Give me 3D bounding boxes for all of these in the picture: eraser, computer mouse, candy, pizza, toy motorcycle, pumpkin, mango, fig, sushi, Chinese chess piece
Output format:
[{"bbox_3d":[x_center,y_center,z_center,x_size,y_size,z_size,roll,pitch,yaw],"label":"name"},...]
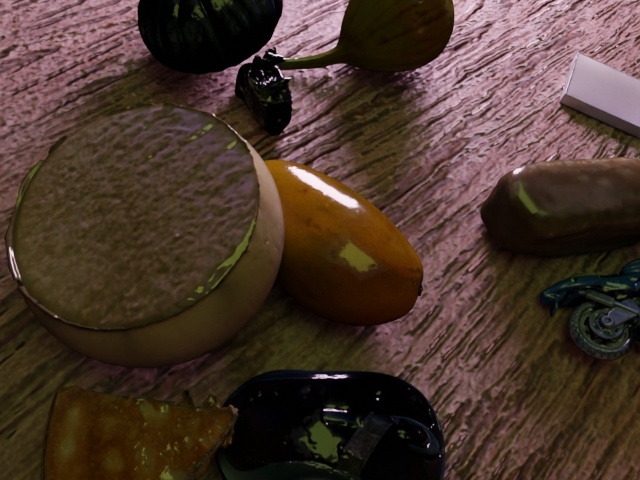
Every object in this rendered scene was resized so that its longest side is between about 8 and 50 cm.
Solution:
[{"bbox_3d":[0.442,-0.217,1.069,0.150,0.023,0.104,26,58,3],"label":"eraser"},{"bbox_3d":[0.014,0.189,0.689,0.233,0.096,0.137,5,58,-8],"label":"computer mouse"},{"bbox_3d":[0.326,-0.042,0.893,0.234,0.104,0.102,-8,67,-16],"label":"candy"},{"bbox_3d":[-0.158,0.210,0.648,0.193,0.053,0.201,-16,57,2],"label":"pizza"},{"bbox_3d":[0.397,0.059,0.857,0.254,0.092,0.136,-16,55,-11],"label":"toy motorcycle"},{"bbox_3d":[-0.142,-0.292,0.907,0.194,0.194,0.150,-44,107,-30],"label":"pumpkin"},{"bbox_3d":[0.000,0.000,0.789,0.138,0.113,0.253,-42,69,-17],"label":"mango"},{"bbox_3d":[0.061,-0.274,0.966,0.259,0.151,0.151,-34,70,-4],"label":"fig"},{"bbox_3d":[-0.069,-0.190,0.904,0.056,0.085,0.083,-12,64,-18],"label":"sushi"},{"bbox_3d":[-0.171,-0.007,0.712,0.270,0.112,0.270,-4,64,8],"label":"Chinese chess piece"}]
